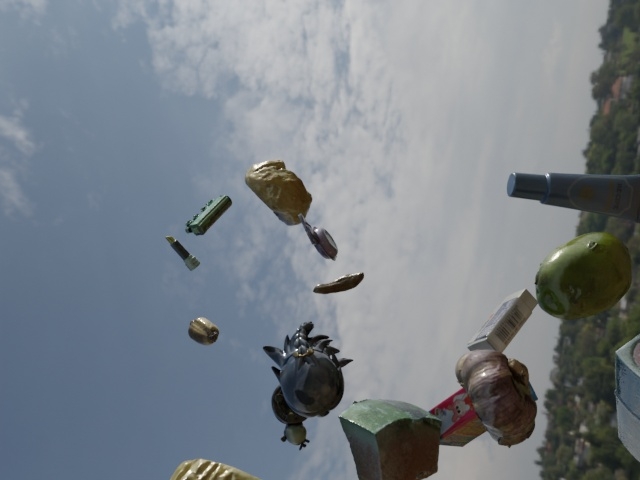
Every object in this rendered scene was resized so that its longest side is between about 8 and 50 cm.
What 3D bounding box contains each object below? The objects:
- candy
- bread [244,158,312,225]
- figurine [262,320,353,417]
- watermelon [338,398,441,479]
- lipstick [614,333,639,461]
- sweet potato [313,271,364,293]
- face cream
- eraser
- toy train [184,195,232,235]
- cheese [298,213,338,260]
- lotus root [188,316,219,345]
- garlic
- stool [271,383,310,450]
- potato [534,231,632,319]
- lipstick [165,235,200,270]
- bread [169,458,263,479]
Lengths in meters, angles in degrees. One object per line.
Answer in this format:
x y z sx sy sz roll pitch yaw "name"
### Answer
0.462 0.494 1.747 0.157 0.306 0.100 19 -142 -39 "candy"
-0.120 -0.152 1.814 0.134 0.244 0.244 -45 -31 -3 "bread"
-0.033 0.332 1.555 0.175 0.265 0.197 -44 -45 9 "figurine"
0.217 0.579 1.684 0.264 0.151 0.302 1 -115 -40 "watermelon"
0.464 0.231 0.833 0.076 0.077 0.289 -33 -46 -4 "lipstick"
0.061 0.150 2.007 0.054 0.182 0.053 -125 19 -65 "sweet potato"
0.705 -0.131 1.610 0.086 0.385 0.135 -84 0 -84 "face cream"
0.634 0.292 2.064 0.279 0.081 0.124 -41 -4 -30 "eraser"
-0.290 -0.066 1.537 0.148 0.071 0.038 -54 -52 -42 "toy train"
0.000 0.000 1.563 0.191 0.042 0.105 35 -154 -60 "cheese"
-0.341 0.263 1.723 0.063 0.152 0.072 36 -99 -42 "lotus root"
0.431 0.359 1.418 0.245 0.160 0.245 59 -176 -6 "garlic"
-0.076 0.489 1.694 0.121 0.125 0.217 123 144 -76 "stool"
0.631 0.085 1.425 0.253 0.186 0.148 -44 -34 -10 "potato"
-0.377 0.029 1.620 0.116 0.037 0.037 51 -140 -11 "lipstick"
-0.157 0.612 1.257 0.236 0.389 0.183 123 171 -53 "bread"
